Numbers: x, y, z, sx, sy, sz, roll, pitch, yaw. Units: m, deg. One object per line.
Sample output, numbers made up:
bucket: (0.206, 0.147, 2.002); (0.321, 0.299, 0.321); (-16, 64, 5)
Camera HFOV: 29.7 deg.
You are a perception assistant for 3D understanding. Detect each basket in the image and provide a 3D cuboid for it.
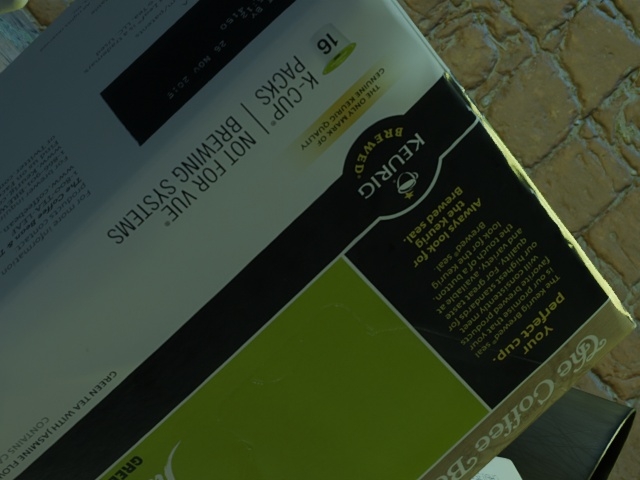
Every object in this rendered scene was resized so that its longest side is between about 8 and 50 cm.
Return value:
basket: (0.125, 0.175, 1.043); (0.227, 0.204, 0.154); (28, -34, 22)

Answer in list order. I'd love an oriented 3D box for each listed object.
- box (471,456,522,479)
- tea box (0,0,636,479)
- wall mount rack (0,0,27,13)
box: (0.073, 0.244, 0.841); (0.182, 0.119, 0.181); (12, 28, -28)
tea box: (-0.052, 0.027, 0.720); (0.323, 0.329, 0.220); (47, 1, -37)
wall mount rack: (-0.344, -0.181, 1.051); (0.304, 0.130, 0.350); (33, -4, 22)
